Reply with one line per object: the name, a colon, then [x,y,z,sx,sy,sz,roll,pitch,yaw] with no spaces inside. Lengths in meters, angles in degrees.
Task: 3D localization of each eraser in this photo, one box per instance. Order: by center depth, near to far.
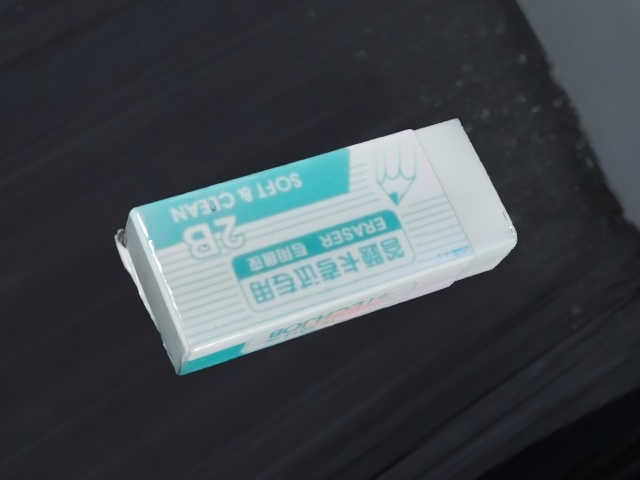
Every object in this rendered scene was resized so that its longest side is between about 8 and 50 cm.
eraser: [0.000,0.000,0.812,0.095,0.225,0.052,65,156,17]
